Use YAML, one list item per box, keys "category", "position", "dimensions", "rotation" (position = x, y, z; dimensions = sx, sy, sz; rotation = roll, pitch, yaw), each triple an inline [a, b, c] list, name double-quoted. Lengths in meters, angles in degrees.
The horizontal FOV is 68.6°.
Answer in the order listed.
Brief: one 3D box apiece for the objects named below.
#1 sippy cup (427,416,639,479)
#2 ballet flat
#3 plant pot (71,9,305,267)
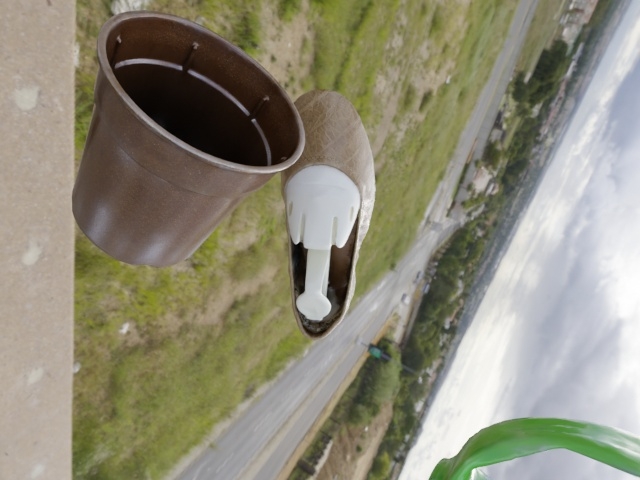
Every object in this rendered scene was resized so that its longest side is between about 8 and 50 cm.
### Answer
- category: "sippy cup"
  position: [0.160, 0.288, 0.284]
  dimensions: [0.240, 0.224, 0.306]
  rotation: [-54, 143, -45]
- category: "ballet flat"
  position: [0.000, 0.000, 0.570]
  dimensions: [0.124, 0.116, 0.342]
  rotation: [-78, 174, -49]
- category: "plant pot"
  position: [-0.127, -0.070, 0.403]
  dimensions: [0.165, 0.167, 0.167]
  rotation: [-45, 174, 36]
